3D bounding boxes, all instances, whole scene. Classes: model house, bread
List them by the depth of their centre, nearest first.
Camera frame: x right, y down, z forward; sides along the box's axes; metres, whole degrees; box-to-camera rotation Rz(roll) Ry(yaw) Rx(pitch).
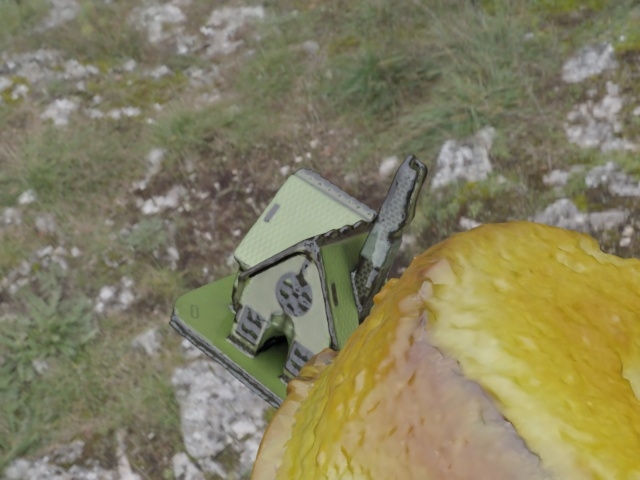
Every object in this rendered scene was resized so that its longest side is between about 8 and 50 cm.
[{"bbox_3d":[0.111,0.111,0.421,0.268,0.145,0.268,19,36,-15],"label":"bread"},{"bbox_3d":[0.000,0.000,1.081,0.218,0.278,0.205,32,29,23],"label":"model house"}]
